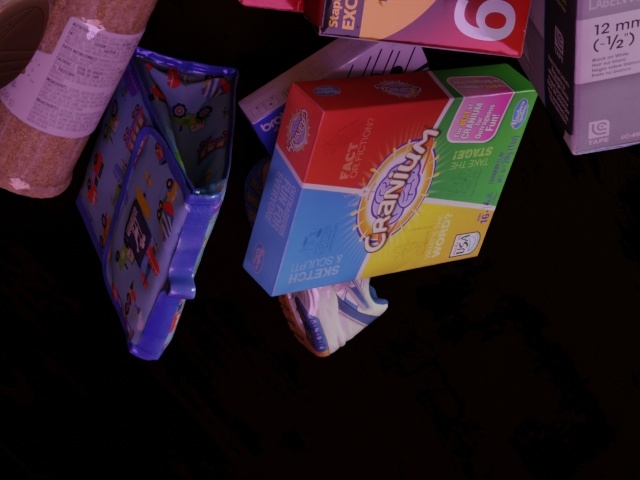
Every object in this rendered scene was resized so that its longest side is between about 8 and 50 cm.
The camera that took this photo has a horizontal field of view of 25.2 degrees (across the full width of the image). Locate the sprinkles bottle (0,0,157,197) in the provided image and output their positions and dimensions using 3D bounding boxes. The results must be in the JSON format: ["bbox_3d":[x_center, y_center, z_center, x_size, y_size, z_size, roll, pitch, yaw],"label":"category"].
[{"bbox_3d":[-0.250,-0.210,1.478,0.121,0.121,0.355,16,123,-25],"label":"sprinkles bottle"}]

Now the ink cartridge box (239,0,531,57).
[{"bbox_3d":[0.074,-0.348,1.365,0.271,0.130,0.310,5,106,-9],"label":"ink cartridge box"}]

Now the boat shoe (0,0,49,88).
[{"bbox_3d":[-0.381,-0.181,1.442,0.109,0.098,0.302,-17,164,-47],"label":"boat shoe"}]

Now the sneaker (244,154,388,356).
[{"bbox_3d":[0.000,0.000,1.746,0.131,0.112,0.296,-30,132,-17],"label":"sneaker"}]

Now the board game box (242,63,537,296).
[{"bbox_3d":[0.081,-0.072,1.623,0.316,0.064,0.242,-10,130,-36],"label":"board game box"}]

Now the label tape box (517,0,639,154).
[{"bbox_3d":[0.267,-0.301,1.448,0.115,0.249,0.348,-13,131,-4],"label":"label tape box"}]

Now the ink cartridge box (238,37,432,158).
[{"bbox_3d":[0.019,-0.168,1.597,0.207,0.046,0.097,-33,140,-1],"label":"ink cartridge box"}]

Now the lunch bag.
[{"bbox_3d":[-0.162,-0.031,1.535,0.138,0.293,0.221,10,125,-22],"label":"lunch bag"}]
